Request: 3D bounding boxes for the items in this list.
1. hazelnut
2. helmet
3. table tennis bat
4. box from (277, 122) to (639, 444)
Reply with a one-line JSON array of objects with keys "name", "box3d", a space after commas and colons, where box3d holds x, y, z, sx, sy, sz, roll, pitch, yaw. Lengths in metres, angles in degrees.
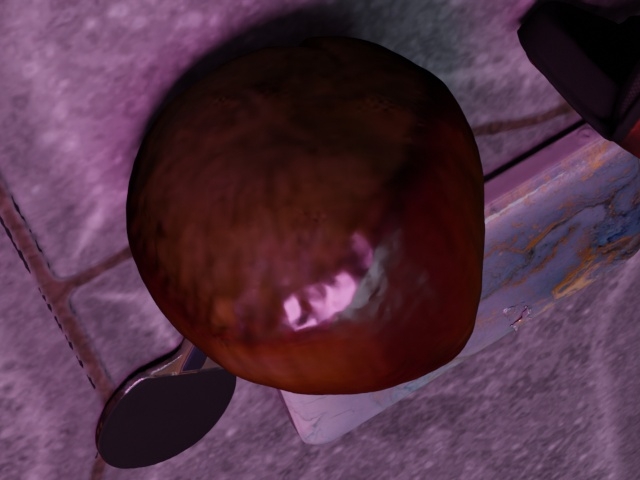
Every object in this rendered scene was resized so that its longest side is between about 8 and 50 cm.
[{"name": "hazelnut", "box3d": [0.000, 0.000, 0.945, 0.208, 0.208, 0.208, -23, 143, -18]}, {"name": "helmet", "box3d": [0.231, -0.130, 1.004, 0.189, 0.193, 0.216, -55, -177, 26]}, {"name": "table tennis bat", "box3d": [-0.090, 0.092, 1.122, 0.095, 0.014, 0.158, -4, 136, -36]}, {"name": "box", "box3d": [0.093, 0.028, 1.181, 0.285, 0.044, 0.142, -30, 141, -9]}]
